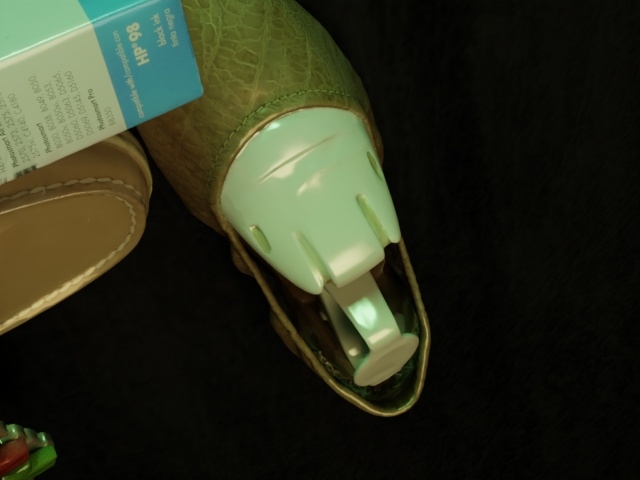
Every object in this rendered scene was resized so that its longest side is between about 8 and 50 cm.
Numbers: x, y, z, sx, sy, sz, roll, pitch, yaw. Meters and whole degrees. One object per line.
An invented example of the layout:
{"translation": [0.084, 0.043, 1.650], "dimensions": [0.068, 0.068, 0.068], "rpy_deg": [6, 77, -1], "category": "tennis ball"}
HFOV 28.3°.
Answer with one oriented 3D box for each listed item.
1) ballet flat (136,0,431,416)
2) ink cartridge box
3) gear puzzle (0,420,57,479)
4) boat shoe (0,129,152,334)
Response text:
{"translation": [0.000, 0.000, 0.684], "dimensions": [0.116, 0.124, 0.342], "rpy_deg": [-30, 144, -7], "category": "ballet flat"}
{"translation": [-0.151, -0.072, 0.500], "dimensions": [0.180, 0.104, 0.060], "rpy_deg": [-26, 144, -12], "category": "ink cartridge box"}
{"translation": [-0.218, 0.147, 0.643], "dimensions": [0.175, 0.044, 0.339], "rpy_deg": [-24, 170, -6], "category": "gear puzzle"}
{"translation": [-0.223, 0.054, 0.584], "dimensions": [0.341, 0.110, 0.122], "rpy_deg": [-27, 144, -9], "category": "boat shoe"}
